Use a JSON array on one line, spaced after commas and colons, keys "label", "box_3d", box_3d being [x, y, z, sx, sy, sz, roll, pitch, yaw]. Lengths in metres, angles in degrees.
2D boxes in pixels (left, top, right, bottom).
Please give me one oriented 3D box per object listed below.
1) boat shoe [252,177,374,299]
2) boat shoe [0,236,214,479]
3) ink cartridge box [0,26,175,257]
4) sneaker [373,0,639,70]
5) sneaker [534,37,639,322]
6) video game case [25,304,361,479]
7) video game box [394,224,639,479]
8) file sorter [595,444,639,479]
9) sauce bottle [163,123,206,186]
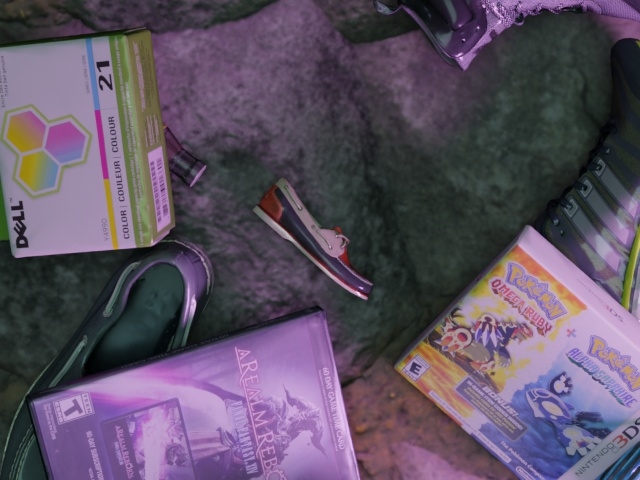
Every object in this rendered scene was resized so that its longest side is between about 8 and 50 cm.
[{"label": "boat shoe", "box_3d": [0.000, 0.000, 1.479, 0.137, 0.049, 0.043, 41, 88, 5]}, {"label": "boat shoe", "box_3d": [-0.202, 0.139, 1.452, 0.116, 0.099, 0.319, 31, 91, -2]}, {"label": "ink cartridge box", "box_3d": [-0.272, -0.081, 1.429, 0.255, 0.097, 0.188, -5, 100, 8]}, {"label": "sneaker", "box_3d": [0.182, -0.214, 1.454, 0.269, 0.101, 0.153, 23, 91, 6]}, {"label": "sneaker", "box_3d": [0.257, -0.035, 1.449, 0.121, 0.111, 0.300, 5, 88, 4]}, {"label": "video game case", "box_3d": [-0.106, 0.188, 1.427, 0.274, 0.026, 0.196, -16, 106, -16]}, {"label": "video game box", "box_3d": [0.200, 0.117, 1.434, 0.205, 0.048, 0.187, 41, 120, 0]}, {"label": "file sorter", "box_3d": [0.319, 0.220, 1.417, 0.104, 0.170, 0.118, 41, 90, 4]}, {"label": "sauce bottle", "box_3d": [-0.163, -0.098, 1.482, 0.128, 0.042, 0.042, 36, 90, -2]}]
